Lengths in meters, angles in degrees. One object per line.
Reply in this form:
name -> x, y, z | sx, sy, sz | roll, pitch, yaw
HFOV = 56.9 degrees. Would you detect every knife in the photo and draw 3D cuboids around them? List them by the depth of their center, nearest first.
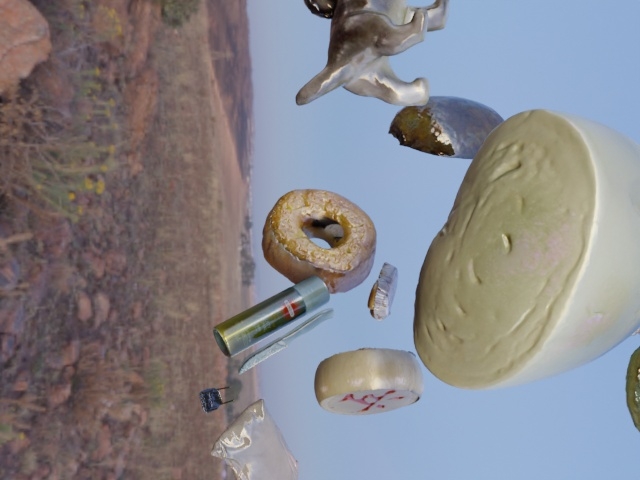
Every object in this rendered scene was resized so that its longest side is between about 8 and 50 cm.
knife -> -0.064, 0.184, 1.090 | 0.015, 0.210, 0.028 | 53, -10, 42

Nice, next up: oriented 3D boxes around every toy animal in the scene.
toy animal -> 0.057, -0.251, 0.650 | 0.121, 0.168, 0.233 | 65, 24, -58

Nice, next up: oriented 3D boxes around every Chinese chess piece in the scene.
Chinese chess piece -> 0.109, 0.322, 1.345 | 0.250, 0.249, 0.103 | 98, -11, -61

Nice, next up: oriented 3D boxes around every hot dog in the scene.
hot dog -> 0.204, 0.162, 1.901 | 0.253, 0.069, 0.131 | -59, 150, -58

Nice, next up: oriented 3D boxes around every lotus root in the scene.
lotus root -> 0.355, -0.309, 1.590 | 0.210, 0.313, 0.142 | -123, -140, -60

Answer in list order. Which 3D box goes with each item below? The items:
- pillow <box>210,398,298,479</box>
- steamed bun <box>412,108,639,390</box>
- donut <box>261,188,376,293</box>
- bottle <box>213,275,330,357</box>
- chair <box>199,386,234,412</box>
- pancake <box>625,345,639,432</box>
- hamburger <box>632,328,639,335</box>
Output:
pillow -> -0.154, 0.532, 1.427 | 0.067, 0.173, 0.270 | 19, -42, 57
steamed bun -> 0.374, 0.033, 0.959 | 0.290, 0.371, 0.456 | 31, -68, 40
donut -> 0.000, 0.000, 1.605 | 0.150, 0.317, 0.300 | 106, -23, -63
bottle -> -0.111, 0.175, 1.400 | 0.082, 0.286, 0.082 | 42, -33, 37
chair -> -0.179, 0.260, 0.964 | 0.086, 0.042, 0.037 | -29, -105, 51
pancake -> 0.575, 0.226, 0.853 | 0.037, 0.253, 0.254 | 0, 86, -62
hamburger -> 0.905, 0.142, 1.635 | 0.132, 0.308, 0.211 | -78, 165, -80
